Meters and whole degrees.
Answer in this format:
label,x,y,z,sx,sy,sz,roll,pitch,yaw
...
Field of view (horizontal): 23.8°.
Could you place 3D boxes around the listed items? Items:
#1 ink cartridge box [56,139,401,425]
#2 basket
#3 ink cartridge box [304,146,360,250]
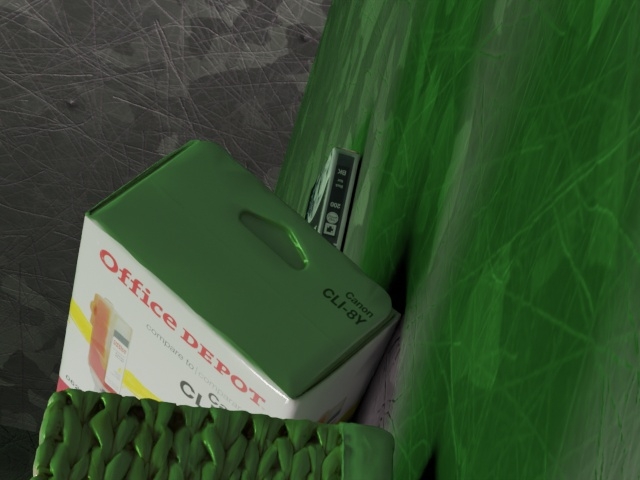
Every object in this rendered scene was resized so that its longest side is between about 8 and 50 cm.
label,x,y,z,sx,sy,sz,roll,pitch,yaw
ink cartridge box,-0.112,0.127,1.545,0.160,0.279,0.384,-38,-19,-35
basket,-0.103,0.330,1.100,0.328,0.267,0.331,-84,7,-49
ink cartridge box,0.000,0.000,2.097,0.206,0.045,0.208,123,158,-72
